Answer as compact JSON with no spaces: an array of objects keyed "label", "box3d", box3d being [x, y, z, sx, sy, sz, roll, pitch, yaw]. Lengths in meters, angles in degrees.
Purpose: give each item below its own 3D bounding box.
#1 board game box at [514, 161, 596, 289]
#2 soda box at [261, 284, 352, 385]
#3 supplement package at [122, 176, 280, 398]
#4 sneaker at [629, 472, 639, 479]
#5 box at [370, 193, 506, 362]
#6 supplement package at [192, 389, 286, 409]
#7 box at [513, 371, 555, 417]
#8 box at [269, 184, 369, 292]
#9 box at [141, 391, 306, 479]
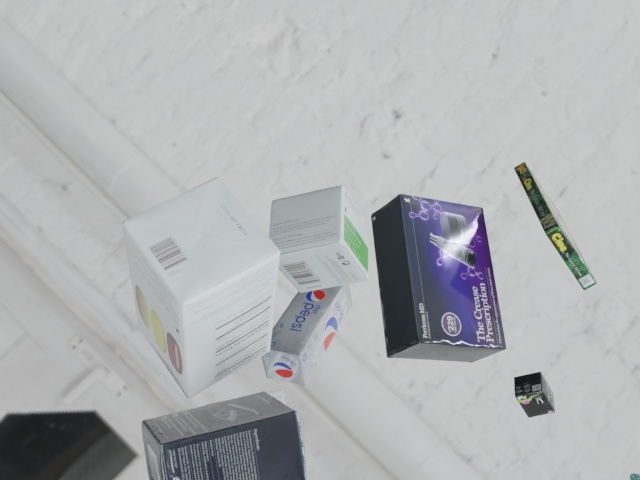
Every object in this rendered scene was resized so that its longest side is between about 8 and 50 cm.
[{"label":"board game box","box3d":[0.410,-0.032,1.433,0.030,0.136,0.259,-30,-155,16]},{"label":"soda box","box3d":[-0.025,0.188,1.793,0.286,0.098,0.091,-56,145,-49]},{"label":"supplement package","box3d":[-0.147,0.067,1.016,0.134,0.139,0.244,-28,152,-24]},{"label":"sneaker","box3d":[0.774,0.601,1.947,0.167,0.065,0.076,15,99,-41]},{"label":"box","box3d":[0.198,0.067,1.386,0.184,0.261,0.103,6,156,-26]},{"label":"supplement package","box3d":[-0.146,0.435,1.437,0.178,0.292,0.175,-1,161,-46]},{"label":"box","box3d":[0.454,0.328,1.724,0.062,0.083,0.052,-17,-142,25]},{"label":"box","box3d":[0.000,0.000,1.023,0.102,0.087,0.101,-12,145,20]},{"label":"box","box3d":[-0.144,0.309,1.199,0.207,0.108,0.153,-9,-175,-21]}]
